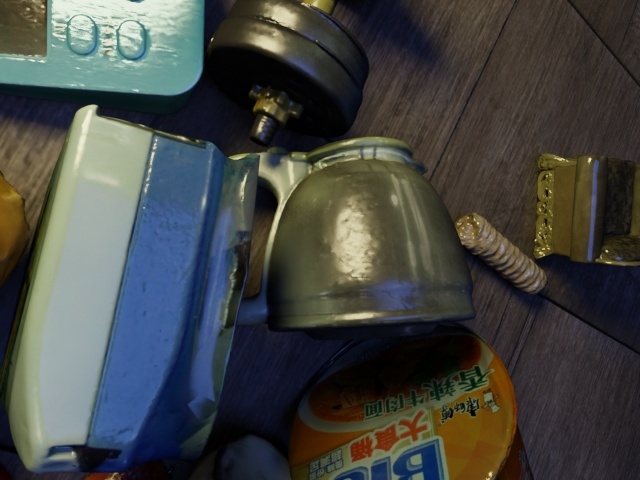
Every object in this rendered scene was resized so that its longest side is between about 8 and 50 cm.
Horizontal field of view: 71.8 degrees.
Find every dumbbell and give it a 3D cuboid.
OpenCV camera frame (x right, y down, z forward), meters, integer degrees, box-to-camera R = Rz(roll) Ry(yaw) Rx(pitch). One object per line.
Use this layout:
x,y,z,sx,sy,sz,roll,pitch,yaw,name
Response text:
0.003,-0.286,0.514,0.185,0.185,0.388,26,81,-25,dumbbell

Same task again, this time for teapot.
0.013,0.003,0.554,0.239,0.322,0.239,24,60,-65,teapot

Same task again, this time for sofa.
0.526,-0.058,0.780,0.259,0.182,0.199,0,92,-26,sofa

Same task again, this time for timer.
-0.249,-0.262,0.449,0.250,0.091,0.231,0,94,-22,timer

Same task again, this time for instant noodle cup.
0.131,0.279,0.568,0.296,0.296,0.214,-40,117,-18,instant noodle cup

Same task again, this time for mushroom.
-0.082,0.370,0.521,0.164,0.189,0.267,-40,124,3,mushroom

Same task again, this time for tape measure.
-0.187,0.041,0.400,0.138,0.262,0.259,16,79,-33,tape measure

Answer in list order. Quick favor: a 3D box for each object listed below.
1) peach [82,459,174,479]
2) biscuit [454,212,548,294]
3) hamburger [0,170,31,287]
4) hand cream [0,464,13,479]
-0.249,0.376,0.499,0.189,0.068,0.279,25,82,-27,peach
0.310,0.030,0.751,0.219,0.055,0.061,35,89,-23,biscuit
-0.407,0.003,0.320,0.319,0.158,0.318,12,68,-32,hamburger
-0.350,0.276,0.376,0.125,0.193,0.193,-34,107,-20,hand cream
